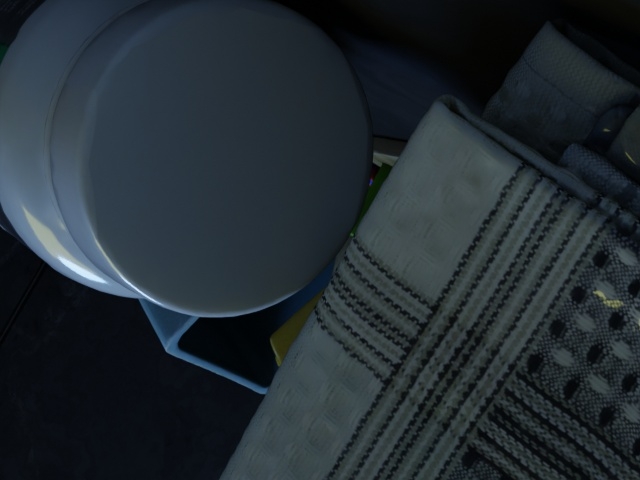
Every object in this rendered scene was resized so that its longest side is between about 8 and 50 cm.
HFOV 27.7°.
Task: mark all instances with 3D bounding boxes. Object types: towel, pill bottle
[{"bbox_3d":[0.112,0.119,0.505,0.312,0.324,0.056,41,-156,21],"label":"towel"},{"bbox_3d":[-0.128,-0.079,0.826,0.204,0.204,0.361,31,176,-30],"label":"pill bottle"}]

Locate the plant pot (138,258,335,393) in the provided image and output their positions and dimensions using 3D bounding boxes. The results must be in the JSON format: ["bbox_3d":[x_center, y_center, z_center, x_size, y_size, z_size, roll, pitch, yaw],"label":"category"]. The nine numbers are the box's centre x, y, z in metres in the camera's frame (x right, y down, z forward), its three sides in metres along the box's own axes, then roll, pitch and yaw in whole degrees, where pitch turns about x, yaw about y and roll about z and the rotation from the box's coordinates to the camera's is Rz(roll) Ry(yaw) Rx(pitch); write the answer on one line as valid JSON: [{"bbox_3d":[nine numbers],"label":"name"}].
[{"bbox_3d":[-0.108,0.001,1.631,0.252,0.247,0.248,47,-173,34],"label":"plant pot"}]

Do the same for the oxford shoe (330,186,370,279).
[{"bbox_3d":[0.136,0.075,1.350,0.140,0.146,0.397,22,173,47],"label":"oxford shoe"}]

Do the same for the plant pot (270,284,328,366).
[{"bbox_3d":[0.088,0.074,0.676,0.212,0.187,0.212,85,160,-86],"label":"plant pot"}]

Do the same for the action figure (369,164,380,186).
[{"bbox_3d":[0.065,-0.049,1.162,0.038,0.030,0.115,26,-179,-31],"label":"action figure"}]

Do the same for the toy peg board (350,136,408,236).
[{"bbox_3d":[0.106,-0.005,1.017,0.160,0.079,0.161,31,177,-22],"label":"toy peg board"}]
